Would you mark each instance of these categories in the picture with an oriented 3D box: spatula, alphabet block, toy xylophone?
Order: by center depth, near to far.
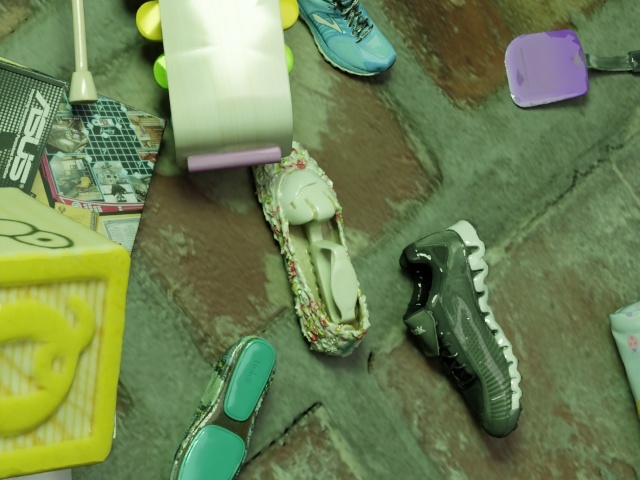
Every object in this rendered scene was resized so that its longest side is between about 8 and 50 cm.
[{"bbox_3d":[-0.291,0.073,1.346,0.192,0.197,0.193,-6,109,-36],"label":"alphabet block"},{"bbox_3d":[-0.129,-0.228,1.583,0.236,0.081,0.323,2,84,-5],"label":"toy xylophone"},{"bbox_3d":[0.347,-0.209,1.903,0.296,0.030,0.084,-8,81,-27],"label":"spatula"}]

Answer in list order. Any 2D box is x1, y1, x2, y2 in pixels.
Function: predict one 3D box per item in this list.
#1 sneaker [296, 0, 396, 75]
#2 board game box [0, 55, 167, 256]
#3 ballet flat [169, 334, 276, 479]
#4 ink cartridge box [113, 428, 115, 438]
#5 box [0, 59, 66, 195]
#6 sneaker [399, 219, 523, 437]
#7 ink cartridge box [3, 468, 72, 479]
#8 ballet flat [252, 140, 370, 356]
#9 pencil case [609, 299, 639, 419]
[{"bbox_3d":[0.019,-0.238,1.721,0.162,0.073,0.063,42,65,-13],"label":"sneaker"},{"bbox_3d":[-0.282,-0.079,1.558,0.243,0.042,0.165,21,72,-22],"label":"board game box"},{"bbox_3d":[-0.099,0.181,1.588,0.070,0.070,0.188,34,71,-17],"label":"ballet flat"},{"bbox_3d":[-0.228,0.132,1.551,0.062,0.029,0.115,3,79,-26],"label":"ink cartridge box"},{"bbox_3d":[-0.363,-0.045,1.416,0.216,0.060,0.270,17,95,-40],"label":"box"},{"bbox_3d":[0.139,0.099,1.717,0.106,0.078,0.234,-10,81,-25],"label":"sneaker"},{"bbox_3d":[-0.315,0.286,1.440,0.188,0.097,0.255,-1,80,-27],"label":"ink cartridge box"},{"bbox_3d":[0.000,0.000,1.664,0.091,0.077,0.241,-19,88,-27],"label":"ballet flat"},{"bbox_3d":[0.411,0.185,1.814,0.124,0.113,0.273,-12,85,-42],"label":"pencil case"}]
